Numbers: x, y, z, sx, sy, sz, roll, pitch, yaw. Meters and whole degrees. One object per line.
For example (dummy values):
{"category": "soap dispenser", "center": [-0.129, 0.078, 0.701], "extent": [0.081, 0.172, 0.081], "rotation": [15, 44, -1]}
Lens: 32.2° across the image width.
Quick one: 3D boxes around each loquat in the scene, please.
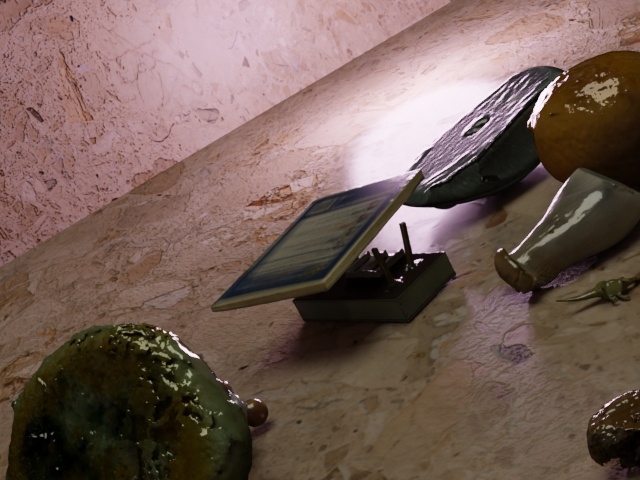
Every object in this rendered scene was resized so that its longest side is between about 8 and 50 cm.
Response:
{"category": "loquat", "center": [0.416, -0.172, 1.593], "extent": [0.238, 0.193, 0.238], "rotation": [-10, 13, 2]}

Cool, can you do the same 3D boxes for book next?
{"category": "book", "center": [0.000, 0.000, 1.653], "extent": [0.228, 0.018, 0.322], "rotation": [-14, 23, 41]}

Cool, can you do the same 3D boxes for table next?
{"category": "table", "center": [0.062, 0.043, 1.656], "extent": [0.240, 0.111, 0.121], "rotation": [-5, 29, 50]}

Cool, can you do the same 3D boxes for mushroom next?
{"category": "mushroom", "center": [0.334, -0.009, 1.464], "extent": [0.225, 0.093, 0.116], "rotation": [-48, 46, -12]}

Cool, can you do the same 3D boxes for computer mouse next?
{"category": "computer mouse", "center": [0.286, -0.147, 1.847], "extent": [0.374, 0.114, 0.203], "rotation": [-40, 23, -12]}

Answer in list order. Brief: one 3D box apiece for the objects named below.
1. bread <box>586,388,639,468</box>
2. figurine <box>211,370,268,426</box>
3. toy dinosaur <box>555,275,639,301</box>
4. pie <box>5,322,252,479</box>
{"category": "bread", "center": [0.309, 0.178, 1.028], "extent": [0.113, 0.060, 0.082], "rotation": [-7, 28, 44]}
{"category": "figurine", "center": [-0.188, 0.230, 1.489], "extent": [0.193, 0.133, 0.274], "rotation": [10, 4, -28]}
{"category": "toy dinosaur", "center": [0.342, 0.062, 1.338], "extent": [0.113, 0.026, 0.041], "rotation": [-19, 11, -2]}
{"category": "pie", "center": [-0.246, 0.248, 1.350], "extent": [0.371, 0.297, 0.078], "rotation": [-19, -16, 28]}
